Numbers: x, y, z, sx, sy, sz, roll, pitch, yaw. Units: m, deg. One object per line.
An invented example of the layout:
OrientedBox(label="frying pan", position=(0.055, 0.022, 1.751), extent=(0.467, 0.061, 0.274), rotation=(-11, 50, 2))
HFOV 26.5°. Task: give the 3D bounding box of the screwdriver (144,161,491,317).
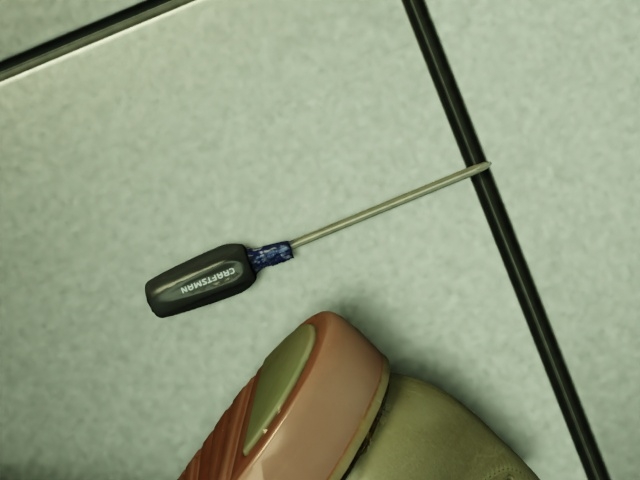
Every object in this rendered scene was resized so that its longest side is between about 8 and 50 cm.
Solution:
OrientedBox(label="screwdriver", position=(0.000, 0.000, 0.620), extent=(0.170, 0.024, 0.025), rotation=(-18, 64, 5))

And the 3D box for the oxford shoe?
OrientedBox(label="oxford shoe", position=(-0.050, 0.230, 0.591), extent=(0.146, 0.140, 0.397), rotation=(32, 102, -9))
